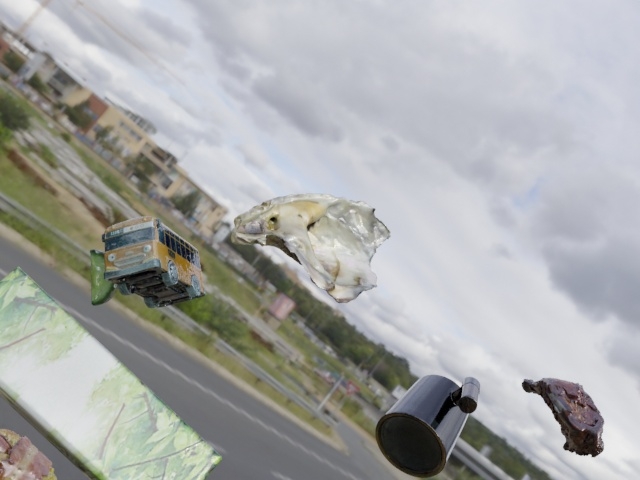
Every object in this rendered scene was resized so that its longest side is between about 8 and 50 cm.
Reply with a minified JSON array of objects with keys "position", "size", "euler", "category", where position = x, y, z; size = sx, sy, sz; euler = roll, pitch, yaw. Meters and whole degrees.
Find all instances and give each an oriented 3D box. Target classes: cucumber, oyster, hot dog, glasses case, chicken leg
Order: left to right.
[{"position":[-0.600,0.454,1.416],"size":[0.213,0.103,0.146],"euler":[57,21,-20],"category":"hot dog"},{"position":[-0.229,0.156,0.693],"size":[0.272,0.095,0.062],"euler":[45,-32,-3],"category":"glasses case"},{"position":[-0.447,0.076,1.494],"size":[0.062,0.116,0.115],"euler":[-3,-4,-11],"category":"cucumber"},{"position":[-0.005,0.006,1.328],"size":[0.271,0.275,0.100],"euler":[42,-47,4],"category":"oyster"},{"position":[0.375,0.259,1.113],"size":[0.053,0.093,0.205],"euler":[7,28,-10],"category":"chicken leg"}]

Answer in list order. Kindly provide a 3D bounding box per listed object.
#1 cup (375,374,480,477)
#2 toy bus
[{"position":[0.264,0.399,1.573],"size":[0.239,0.177,0.166],"euler":[-12,-75,38],"category":"cup"},{"position":[-0.246,0.032,1.072],"size":[0.182,0.091,0.103],"euler":[53,24,-68],"category":"toy bus"}]
